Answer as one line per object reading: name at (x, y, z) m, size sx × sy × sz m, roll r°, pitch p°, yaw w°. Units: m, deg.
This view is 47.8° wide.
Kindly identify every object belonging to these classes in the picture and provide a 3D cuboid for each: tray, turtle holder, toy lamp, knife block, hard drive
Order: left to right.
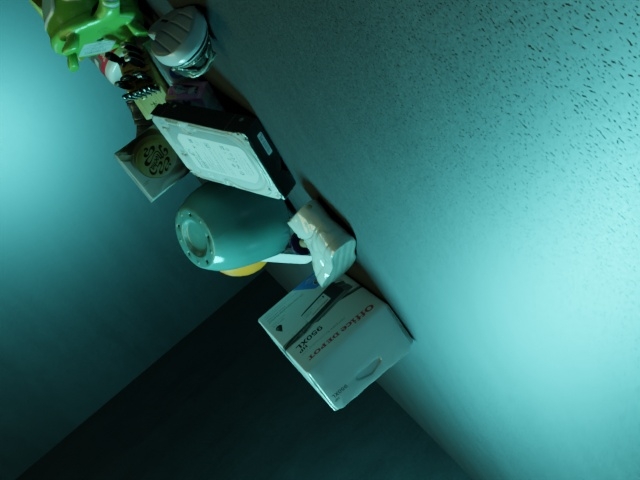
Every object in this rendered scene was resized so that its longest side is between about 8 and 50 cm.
turtle holder at (-0.569, -0.571, 1.750) m, size 0.320 × 0.243 × 0.228 m, roll -74°, pitch -36°, yaw -88°
knife block at (-0.470, -0.455, 1.893) m, size 0.276 × 0.088 × 0.242 m, roll -99°, pitch -11°, yaw -45°
hard drive at (-0.244, -0.224, 1.786) m, size 0.338 × 0.064 × 0.237 m, roll 18°, pitch 153°, yaw 36°
tray at (-0.153, 0.043, 2.325) m, size 0.145 × 0.270 × 0.030 m, roll 147°, pitch 125°, yaw -67°
toy lamp at (-0.033, 0.008, 2.022) m, size 0.080 × 0.080 × 0.274 m, roll 51°, pitch 172°, yaw -10°

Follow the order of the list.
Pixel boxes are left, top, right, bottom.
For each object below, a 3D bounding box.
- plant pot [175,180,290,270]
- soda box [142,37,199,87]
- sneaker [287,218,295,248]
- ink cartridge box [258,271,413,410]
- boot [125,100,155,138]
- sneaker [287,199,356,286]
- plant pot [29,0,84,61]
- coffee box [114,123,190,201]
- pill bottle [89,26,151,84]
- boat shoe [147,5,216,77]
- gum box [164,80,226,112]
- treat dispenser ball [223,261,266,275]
plant pot at (-0.271, -0.045, 2.076) m, size 0.293 × 0.235 × 0.293 m, roll 27°, pitch 130°, yaw 37°
soda box at (-0.371, -0.435, 1.877) m, size 0.074 × 0.069 × 0.216 m, roll 45°, pitch 169°, yaw 36°
sneaker at (-0.148, -0.030, 2.301) m, size 0.106 × 0.123 × 0.290 m, roll 41°, pitch 169°, yaw 35°
ink cartridge box at (0.033, 0.256, 2.047) m, size 0.166 × 0.285 × 0.395 m, roll 55°, pitch 170°, yaw -27°
boot at (-0.433, -0.346, 2.236) m, size 0.118 × 0.338 × 0.223 m, roll -4°, pitch 93°, yaw 38°
sneaker at (0.000, 0.000, 1.768) m, size 0.169 × 0.108 × 0.292 m, roll 49°, pitch 162°, yaw 15°
plant pot at (-0.774, -0.730, 2.270) m, size 0.212 × 0.187 × 0.212 m, roll 43°, pitch 168°, yaw 41°
coffee box at (-0.421, -0.268, 2.079) m, size 0.168 × 0.297 × 0.119 m, roll 52°, pitch 168°, yaw -9°
pill bottle at (-0.610, -0.601, 2.025) m, size 0.318 × 0.176 × 0.176 m, roll 48°, pitch 171°, yaw 10°
boat shoe at (-0.259, -0.387, 1.435) m, size 0.119 × 0.121 × 0.335 m, roll 46°, pitch -175°, yaw -28°
gum box at (-0.312, -0.331, 1.869) m, size 0.107 × 0.062 × 0.188 m, roll 2°, pitch 148°, yaw 21°
treat dispenser ball at (-0.285, -0.021, 2.479) m, size 0.288 × 0.288 × 0.288 m, roll 48°, pitch 171°, yaw 10°
